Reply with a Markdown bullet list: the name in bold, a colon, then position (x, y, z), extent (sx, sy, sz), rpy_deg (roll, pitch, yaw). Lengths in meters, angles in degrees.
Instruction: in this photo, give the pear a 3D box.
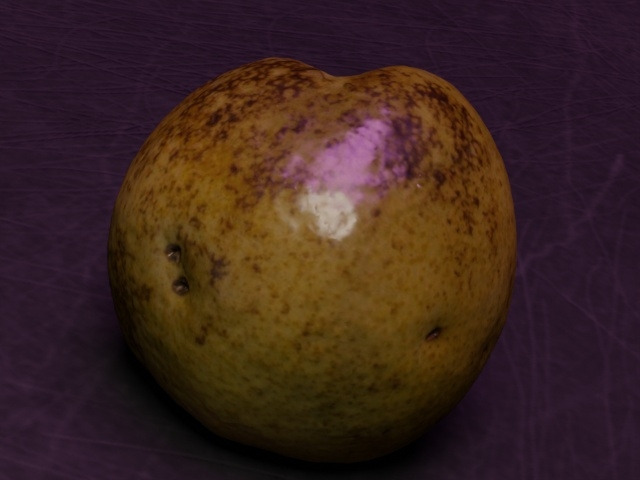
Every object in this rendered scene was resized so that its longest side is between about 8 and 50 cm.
- **pear**: position (0.000, 0.000, 0.907), extent (0.197, 0.197, 0.197), rpy_deg (12, 28, -7)
